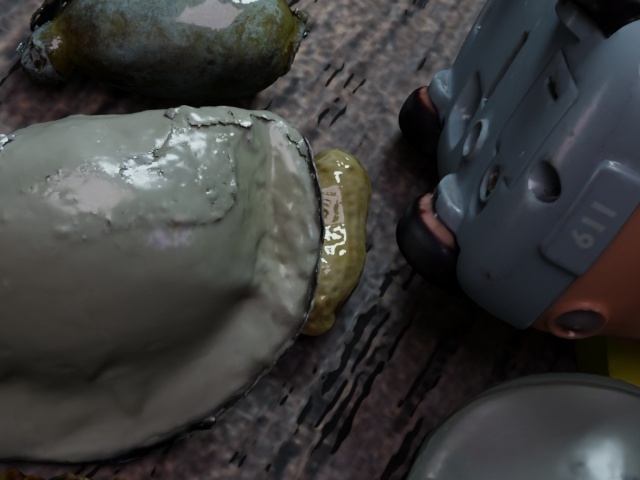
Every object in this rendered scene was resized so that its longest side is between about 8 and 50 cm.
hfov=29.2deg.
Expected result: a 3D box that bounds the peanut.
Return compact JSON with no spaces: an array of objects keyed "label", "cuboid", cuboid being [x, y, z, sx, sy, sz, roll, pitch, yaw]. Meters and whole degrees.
[{"label":"peanut","cuboid":[0.000,0.000,0.670,0.053,0.054,0.113,13,62,-6]}]

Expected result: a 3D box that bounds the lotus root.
[{"label":"lotus root","cuboid":[-0.088,-0.121,0.697,0.165,0.088,0.088,0,63,-2]}]

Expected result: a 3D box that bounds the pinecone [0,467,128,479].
[{"label":"pinecone","cuboid":[-0.082,0.227,0.437,0.246,0.246,0.292,-3,85,-14]}]

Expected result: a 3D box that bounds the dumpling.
[{"label":"dumpling","cuboid":[-0.112,0.027,0.594,0.247,0.142,0.173,-17,99,-5]}]

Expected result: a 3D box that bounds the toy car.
[{"label":"toy car","cuboid":[0.172,-0.057,0.641,0.212,0.181,0.270,24,31,-11]}]

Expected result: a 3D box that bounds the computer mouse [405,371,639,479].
[{"label":"computer mouse","cuboid":[0.111,0.217,0.546,0.197,0.095,0.331,16,66,-5]}]

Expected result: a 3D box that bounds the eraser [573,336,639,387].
[{"label":"eraser","cuboid":[0.207,0.078,0.677,0.122,0.045,0.097,5,64,-10]}]
